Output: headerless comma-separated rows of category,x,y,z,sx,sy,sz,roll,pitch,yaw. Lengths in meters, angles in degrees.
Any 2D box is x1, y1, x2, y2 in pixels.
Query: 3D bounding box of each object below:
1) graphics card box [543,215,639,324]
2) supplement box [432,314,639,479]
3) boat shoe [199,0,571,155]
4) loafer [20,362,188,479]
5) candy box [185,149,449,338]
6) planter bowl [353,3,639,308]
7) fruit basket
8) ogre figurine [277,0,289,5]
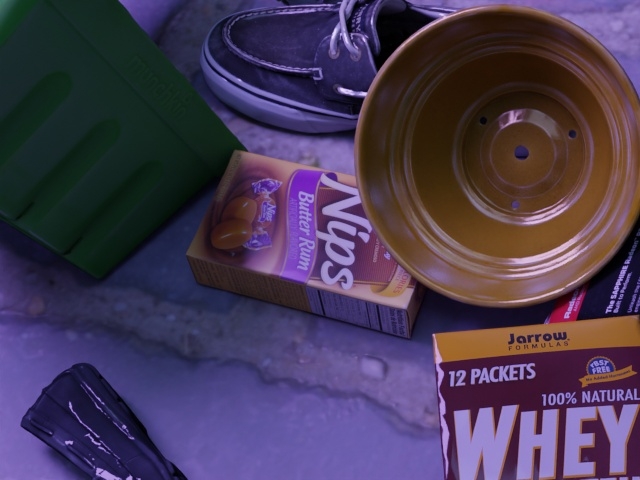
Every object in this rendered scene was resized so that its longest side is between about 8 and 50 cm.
graphics card box,0.344,-0.014,0.838,0.371,0.094,0.233,-9,46,52
supplement box,0.146,0.180,0.808,0.129,0.191,0.194,-6,57,6
boat shoe,0.053,-0.161,1.074,0.335,0.119,0.121,9,61,14
loafer,-0.140,0.182,0.928,0.078,0.076,0.223,-41,56,-9
candy box,0.000,0.000,1.026,0.187,0.053,0.109,14,61,15
planter bowl,0.141,-0.063,0.955,0.217,0.090,0.217,2,97,21
fruit basket,-0.207,-0.204,0.999,0.283,0.392,0.392,29,67,24
ogre figurine,0.003,-0.305,1.188,0.197,0.097,0.118,-44,73,-4
